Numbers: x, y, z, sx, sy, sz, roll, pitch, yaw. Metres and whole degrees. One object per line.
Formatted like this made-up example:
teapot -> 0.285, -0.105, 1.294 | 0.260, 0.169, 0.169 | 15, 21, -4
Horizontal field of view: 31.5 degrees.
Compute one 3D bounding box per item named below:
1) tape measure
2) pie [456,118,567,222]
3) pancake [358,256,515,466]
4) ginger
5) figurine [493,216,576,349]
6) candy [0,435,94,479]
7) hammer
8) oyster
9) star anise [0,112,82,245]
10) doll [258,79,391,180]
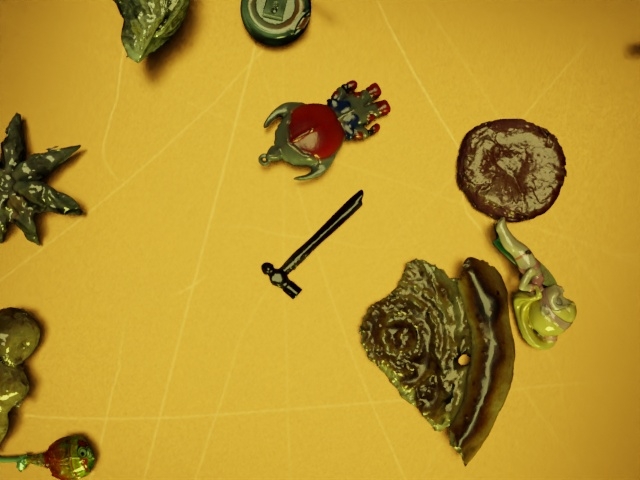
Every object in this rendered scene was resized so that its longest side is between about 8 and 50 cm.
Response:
tape measure -> -0.046, -0.321, 1.489 | 0.104, 0.180, 0.107 | 11, 86, -17
pie -> 0.260, -0.097, 1.544 | 0.154, 0.038, 0.153 | 0, 87, 1
pancake -> 0.185, 0.140, 1.523 | 0.212, 0.056, 0.257 | -39, 89, -3
ginger -> -0.434, 0.185, 1.497 | 0.104, 0.080, 0.204 | 26, 89, 21
figurine -> 0.279, 0.056, 1.525 | 0.083, 0.083, 0.187 | -31, 95, -2
candy -> -0.400, 0.291, 1.514 | 0.201, 0.060, 0.060 | -3, 87, 8
hammer -> 0.000, 0.000, 1.546 | 0.178, 0.021, 0.065 | -45, 89, -5
oyster -> -0.246, -0.405, 1.485 | 0.158, 0.162, 0.350 | -12, 85, 19
star anise -> -0.414, -0.082, 1.519 | 0.205, 0.061, 0.180 | 34, 87, 1
doll -> 0.001, -0.152, 1.534 | 0.195, 0.062, 0.104 | -29, 106, -10
